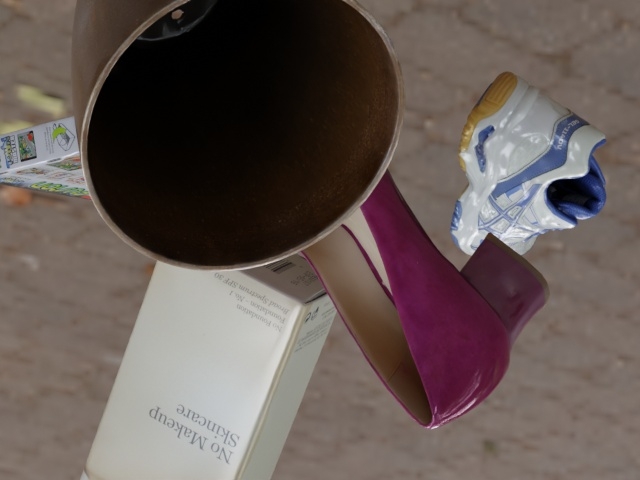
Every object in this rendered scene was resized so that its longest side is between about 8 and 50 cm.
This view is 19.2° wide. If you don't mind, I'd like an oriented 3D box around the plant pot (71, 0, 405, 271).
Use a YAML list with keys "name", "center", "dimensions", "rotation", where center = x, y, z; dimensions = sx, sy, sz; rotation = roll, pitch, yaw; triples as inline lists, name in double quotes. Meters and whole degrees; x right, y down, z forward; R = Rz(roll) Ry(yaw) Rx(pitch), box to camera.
- name: "plant pot"
  center: [-0.083, -0.130, 1.285]
  dimensions: [0.215, 0.230, 0.215]
  rotation: [-11, 126, -16]

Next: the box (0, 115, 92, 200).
- name: "box"
  center: [-0.219, -0.074, 1.749]
  dimensions: [0.114, 0.036, 0.207]
  rotation: [-12, 171, 22]

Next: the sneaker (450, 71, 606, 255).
- name: "sneaker"
  center: [0.204, -0.039, 1.803]
  dimensions: [0.131, 0.112, 0.296]
  rotation: [29, 163, 16]

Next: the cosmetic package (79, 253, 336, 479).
- name: "cosmetic package"
  center: [-0.110, 0.149, 1.835]
  dimensions: [0.160, 0.309, 0.113]
  rotation: [26, -161, 16]

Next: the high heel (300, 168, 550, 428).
- name: "high heel"
  center: [0.000, 0.000, 1.569]
  dimensions: [0.377, 0.181, 0.127]
  rotation: [30, 137, 16]
